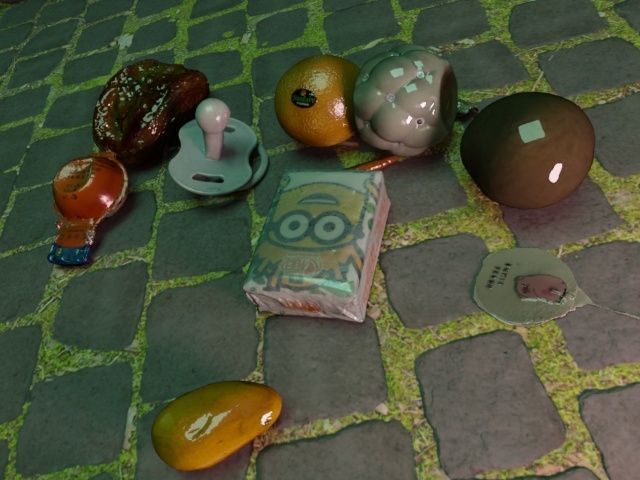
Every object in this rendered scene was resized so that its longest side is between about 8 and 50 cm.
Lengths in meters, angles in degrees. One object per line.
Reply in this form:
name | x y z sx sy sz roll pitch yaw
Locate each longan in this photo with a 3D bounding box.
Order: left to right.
longan | 0.391 -0.173 1.007 0.248 0.248 0.248 -9 50 11

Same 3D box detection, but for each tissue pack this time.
tissue pack | 0.000 0.000 1.050 0.228 0.128 0.310 3 55 20

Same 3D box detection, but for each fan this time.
fan | 0.428 0.097 0.909 0.310 0.010 0.182 16 58 28

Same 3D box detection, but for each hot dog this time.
hot dog | -0.488 -0.383 1.486 0.267 0.174 0.387 15 57 25

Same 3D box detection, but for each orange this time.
orange | 0.006 -0.338 1.265 0.237 0.236 0.236 -9 50 11

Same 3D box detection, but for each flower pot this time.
flower pot | 0.194 -0.312 1.167 0.195 0.246 0.246 5 53 32

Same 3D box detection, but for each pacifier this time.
pacifier | -0.247 -0.242 1.267 0.239 0.225 0.287 7 53 0

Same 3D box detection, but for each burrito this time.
burrito | 0.305 -0.340 1.282 0.171 0.042 0.051 32 37 30

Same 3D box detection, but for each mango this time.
mango | -0.173 0.305 0.869 0.228 0.109 0.147 -16 25 5

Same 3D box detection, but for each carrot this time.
carrot | 0.091 -0.158 1.208 0.216 0.048 0.048 -25 49 -10

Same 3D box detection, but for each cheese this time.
cheese | -0.597 -0.090 1.316 0.217 0.129 0.329 -2 63 12
